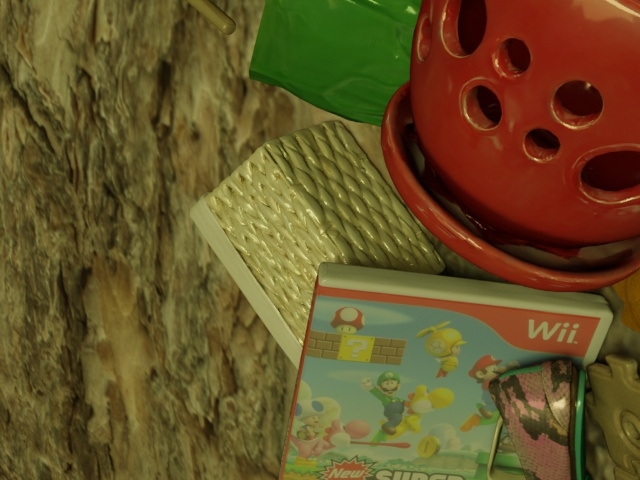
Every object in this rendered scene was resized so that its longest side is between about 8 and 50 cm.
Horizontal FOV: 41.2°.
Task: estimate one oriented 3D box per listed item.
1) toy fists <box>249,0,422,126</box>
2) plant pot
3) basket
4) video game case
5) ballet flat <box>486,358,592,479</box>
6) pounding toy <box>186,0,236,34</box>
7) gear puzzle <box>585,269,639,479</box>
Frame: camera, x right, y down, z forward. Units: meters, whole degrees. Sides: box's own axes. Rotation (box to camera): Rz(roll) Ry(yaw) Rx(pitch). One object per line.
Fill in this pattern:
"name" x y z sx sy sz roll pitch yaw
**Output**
"toy fists" 0.058 -0.194 0.521 0.142 0.096 0.279 20 125 -3
"plant pot" 0.132 -0.085 0.442 0.191 0.191 0.174 45 138 17
"basket" 0.000 0.000 0.668 0.167 0.113 0.103 53 132 8
"video game case" 0.076 0.150 0.642 0.204 0.025 0.285 7 121 -6
"ballet flat" 0.162 0.179 0.612 0.079 0.077 0.221 -4 118 25
"pounding toy" -0.069 -0.253 0.638 0.206 0.094 0.181 -8 108 52
"gear puzzle" 0.245 0.151 0.538 0.175 0.044 0.338 16 126 70
